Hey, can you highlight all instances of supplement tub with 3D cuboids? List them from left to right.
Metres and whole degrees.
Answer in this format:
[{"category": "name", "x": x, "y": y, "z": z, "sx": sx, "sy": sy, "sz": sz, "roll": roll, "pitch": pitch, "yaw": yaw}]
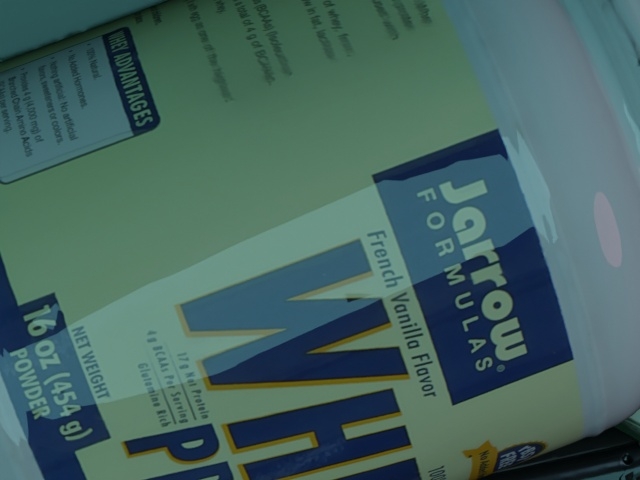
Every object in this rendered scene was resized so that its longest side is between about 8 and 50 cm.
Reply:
[{"category": "supplement tub", "x": 0.000, "y": 0.000, "z": 0.774, "sx": 0.325, "sy": 0.235, "sz": 0.235, "roll": -21, "pitch": 99, "yaw": -2}]

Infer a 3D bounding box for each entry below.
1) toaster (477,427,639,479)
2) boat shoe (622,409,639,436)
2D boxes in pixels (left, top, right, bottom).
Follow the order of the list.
[{"category": "toaster", "x": 0.073, "y": 0.183, "z": 0.868, "sx": 0.186, "sy": 0.110, "sz": 0.168, "roll": -13, "pitch": 98, "yaw": -4}, {"category": "boat shoe", "x": 0.233, "y": 0.088, "z": 0.870, "sx": 0.233, "sy": 0.084, "sz": 0.079, "roll": 17, "pitch": 93, "yaw": -26}]
